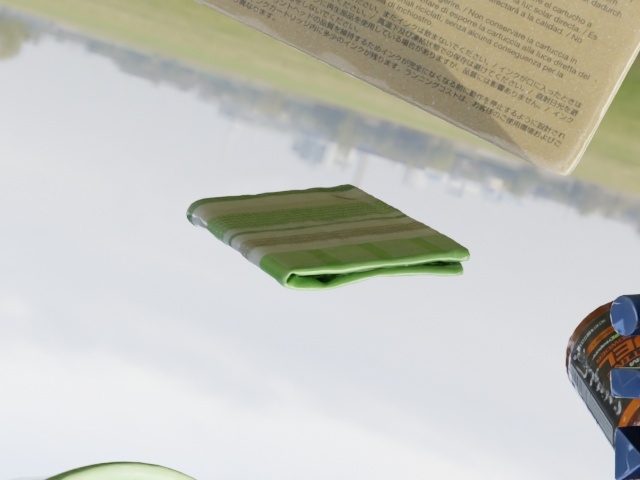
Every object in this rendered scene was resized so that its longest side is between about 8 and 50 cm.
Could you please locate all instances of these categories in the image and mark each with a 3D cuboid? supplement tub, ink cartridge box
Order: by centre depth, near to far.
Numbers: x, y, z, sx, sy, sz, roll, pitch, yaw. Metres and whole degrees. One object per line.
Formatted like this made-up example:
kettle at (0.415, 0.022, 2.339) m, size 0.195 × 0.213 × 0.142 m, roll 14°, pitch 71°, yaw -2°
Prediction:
ink cartridge box at (0.067, -0.171, 0.791) m, size 0.235 × 0.193 × 0.088 m, roll 26°, pitch -150°, yaw 2°
supplement tub at (0.268, 0.131, 1.212) m, size 0.106 × 0.106 × 0.198 m, roll 16°, pitch -159°, yaw -18°

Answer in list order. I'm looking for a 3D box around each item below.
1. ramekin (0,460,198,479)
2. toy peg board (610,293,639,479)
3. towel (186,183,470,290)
ramekin at (-0.174, 0.295, 1.014) m, size 0.303 × 0.303 × 0.148 m, roll 13°, pitch 167°, yaw -41°
toy peg board at (0.178, 0.084, 0.693) m, size 0.079 × 0.161 × 0.161 m, roll -1°, pitch 179°, yaw -28°
towel at (0.000, 0.000, 0.867) m, size 0.113 × 0.023 × 0.152 m, roll -7°, pitch -162°, yaw -22°
